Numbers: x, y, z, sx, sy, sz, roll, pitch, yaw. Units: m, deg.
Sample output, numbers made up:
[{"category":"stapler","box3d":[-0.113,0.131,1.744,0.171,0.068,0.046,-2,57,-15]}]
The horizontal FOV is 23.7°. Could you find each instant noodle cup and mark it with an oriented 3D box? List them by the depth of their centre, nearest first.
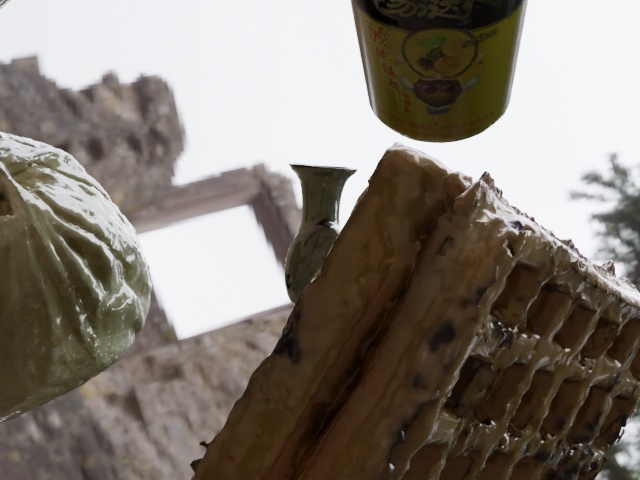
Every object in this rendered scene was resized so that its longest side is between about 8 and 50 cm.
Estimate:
[{"category":"instant noodle cup","box3d":[0.116,-0.230,1.500,0.215,0.215,0.236,39,-31,33]}]

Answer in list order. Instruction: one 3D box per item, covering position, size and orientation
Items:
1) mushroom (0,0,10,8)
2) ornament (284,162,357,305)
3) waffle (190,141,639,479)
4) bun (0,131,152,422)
[{"category":"mushroom","box3d":[-0.299,-0.182,0.854,0.217,0.292,0.212,45,-23,-7]},{"category":"ornament","box3d":[0.000,0.000,1.575,0.081,0.074,0.156,-158,-109,-73]},{"category":"waffle","box3d":[0.087,0.100,0.950,0.114,0.376,0.261,29,-86,28]},{"category":"bun","box3d":[-0.360,0.018,1.618,0.349,0.352,0.227,2,-47,7]}]
